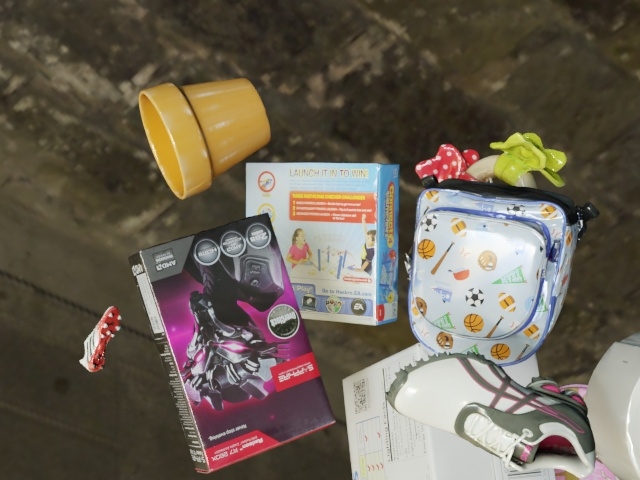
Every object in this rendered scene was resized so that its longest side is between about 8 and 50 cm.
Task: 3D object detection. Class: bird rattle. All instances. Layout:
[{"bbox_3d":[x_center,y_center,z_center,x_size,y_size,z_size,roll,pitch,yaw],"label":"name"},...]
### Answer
[{"bbox_3d":[0.278,-0.081,1.877,0.143,0.253,0.207,19,61,-51],"label":"bird rattle"}]

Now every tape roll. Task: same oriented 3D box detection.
[{"bbox_3d":[0.514,0.249,1.577,0.246,0.246,0.169,52,-5,-4],"label":"tape roll"}]

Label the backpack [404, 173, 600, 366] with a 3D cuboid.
[{"bbox_3d":[0.249,0.055,1.671,0.213,0.276,0.263,-29,125,-60],"label":"backpack"}]

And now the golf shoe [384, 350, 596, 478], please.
[{"bbox_3d":[0.216,0.215,1.379,0.273,0.105,0.120,13,28,-13],"label":"golf shoe"}]

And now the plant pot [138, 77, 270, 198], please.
[{"bbox_3d":[-0.200,-0.202,2.018,0.188,0.205,0.205,-23,74,-17],"label":"plant pot"}]

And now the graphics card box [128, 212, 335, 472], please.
[{"bbox_3d":[-0.142,0.162,1.815,0.233,0.094,0.371,-17,89,-23],"label":"graphics card box"}]

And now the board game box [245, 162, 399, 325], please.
[{"bbox_3d":[0.000,0.000,2.179,0.086,0.308,0.302,-4,97,-58],"label":"board game box"}]

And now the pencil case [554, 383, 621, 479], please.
[{"bbox_3d":[0.471,0.461,2.037,0.160,0.167,0.386,41,44,-59],"label":"pencil case"}]

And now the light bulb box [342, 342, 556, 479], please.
[{"bbox_3d":[0.216,0.376,1.962,0.225,0.361,0.358,-1,75,-20],"label":"light bulb box"}]

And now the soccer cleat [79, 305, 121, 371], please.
[{"bbox_3d":[-0.267,0.117,1.356,0.035,0.083,0.029,18,0,38],"label":"soccer cleat"}]
